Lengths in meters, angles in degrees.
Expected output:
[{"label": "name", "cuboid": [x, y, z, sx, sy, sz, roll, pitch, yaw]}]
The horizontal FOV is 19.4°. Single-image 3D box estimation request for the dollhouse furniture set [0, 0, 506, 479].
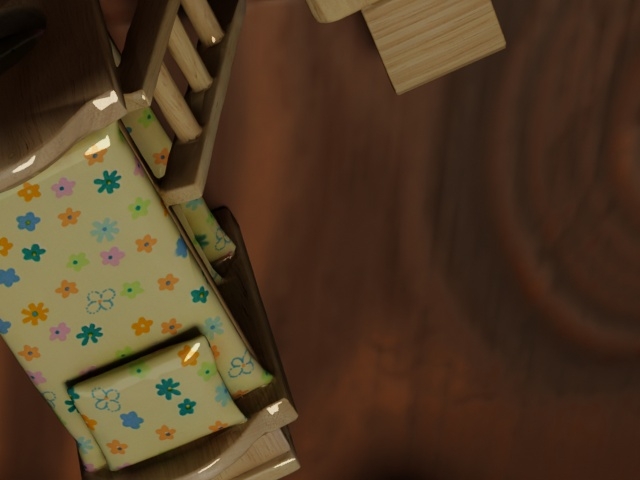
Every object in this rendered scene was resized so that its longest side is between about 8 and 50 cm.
[{"label": "dollhouse furniture set", "cuboid": [0.000, 0.000, 0.493, 0.161, 0.101, 0.182, -25, 126, 4]}]
